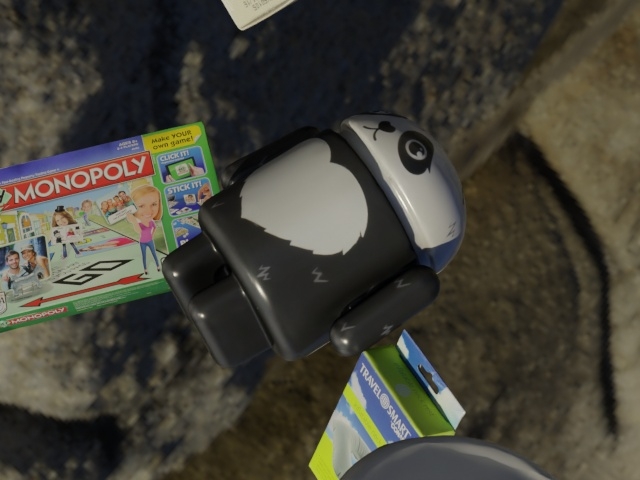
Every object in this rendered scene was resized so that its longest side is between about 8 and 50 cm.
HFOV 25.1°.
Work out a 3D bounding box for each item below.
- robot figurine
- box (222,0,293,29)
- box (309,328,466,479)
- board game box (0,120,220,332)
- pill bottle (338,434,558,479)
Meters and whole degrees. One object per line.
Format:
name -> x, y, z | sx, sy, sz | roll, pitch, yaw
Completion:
robot figurine -> -0.001, -0.003, 1.307 | 0.278, 0.209, 0.173 | -31, 179, -7
box -> 0.016, -0.360, 1.524 | 0.311, 0.148, 0.121 | -35, -171, -36
box -> 0.056, 0.179, 1.278 | 0.042, 0.109, 0.178 | -7, 135, -34
board game box -> -0.279, -0.020, 1.823 | 0.317, 0.214, 0.046 | -14, 153, -4
pill bottle -> 0.029, 0.183, 0.577 | 0.117, 0.117, 0.208 | -29, 152, -42
